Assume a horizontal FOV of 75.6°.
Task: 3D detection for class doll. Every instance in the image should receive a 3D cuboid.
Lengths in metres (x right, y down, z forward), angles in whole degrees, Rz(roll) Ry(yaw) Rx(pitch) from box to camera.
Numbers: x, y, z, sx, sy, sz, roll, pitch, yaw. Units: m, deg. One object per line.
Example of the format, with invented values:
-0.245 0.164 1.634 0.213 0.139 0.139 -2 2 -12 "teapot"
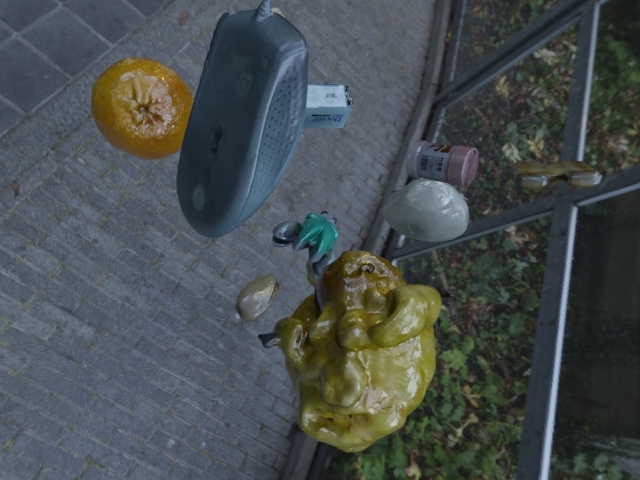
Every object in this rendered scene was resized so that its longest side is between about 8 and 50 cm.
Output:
-0.010 0.009 1.170 0.195 0.153 0.258 43 27 24 "doll"

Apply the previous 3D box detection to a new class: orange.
-0.593 -0.442 1.404 0.341 0.293 0.339 -8 114 -19 "orange"

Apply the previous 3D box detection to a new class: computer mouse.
-0.117 -0.177 0.648 0.188 0.370 0.122 37 27 30 "computer mouse"

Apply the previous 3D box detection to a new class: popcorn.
0.040 0.167 0.672 0.281 0.297 0.315 8 103 -20 "popcorn"

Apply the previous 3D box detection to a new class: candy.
0.515 -0.116 1.978 0.427 0.386 0.186 27 59 -30 "candy"

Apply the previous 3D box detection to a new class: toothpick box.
0.303 -0.193 1.030 0.099 0.149 0.098 -26 124 -44 "toothpick box"

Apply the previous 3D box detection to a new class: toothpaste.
-0.089 -0.294 0.897 0.314 0.089 0.070 -5 72 -15 "toothpaste"

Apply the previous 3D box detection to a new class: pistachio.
-0.234 0.214 1.549 0.136 0.136 0.226 47 46 -9 "pistachio"

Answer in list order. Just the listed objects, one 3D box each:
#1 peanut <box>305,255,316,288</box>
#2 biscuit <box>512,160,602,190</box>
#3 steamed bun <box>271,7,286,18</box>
0.022 0.178 1.807 0.154 0.140 0.324 -7 57 -7 "peanut"
0.763 -0.218 1.361 0.291 0.237 0.062 -45 133 -62 "biscuit"
-0.162 -0.750 1.490 0.192 0.106 0.177 39 31 -42 "steamed bun"
